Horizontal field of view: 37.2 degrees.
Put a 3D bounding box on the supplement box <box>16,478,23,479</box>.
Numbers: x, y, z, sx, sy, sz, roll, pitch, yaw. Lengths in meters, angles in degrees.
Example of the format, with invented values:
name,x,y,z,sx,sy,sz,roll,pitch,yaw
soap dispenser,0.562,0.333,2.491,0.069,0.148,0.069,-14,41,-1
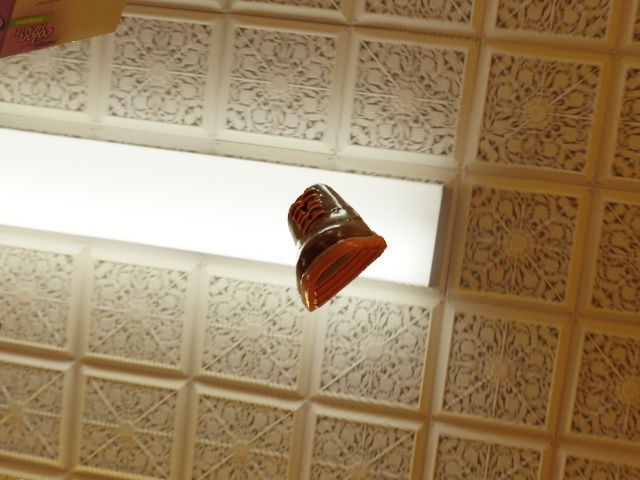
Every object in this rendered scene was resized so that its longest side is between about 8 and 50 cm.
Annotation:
name,x,y,z,sx,sy,sz,roll,pitch,yaw
supplement box,-0.446,0.501,1.442,0.239,0.073,0.130,48,-63,21

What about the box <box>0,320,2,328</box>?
name,x,y,z,sx,sy,sz,roll,pitch,yaw
box,-0.291,-0.041,0.517,0.063,0.067,0.324,-16,-55,13

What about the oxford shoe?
name,x,y,z,sx,sy,sz,roll,pitch,yaw
oxford shoe,0.000,0.000,1.225,0.130,0.363,0.133,-40,-93,3

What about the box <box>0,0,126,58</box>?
name,x,y,z,sx,sy,sz,roll,pitch,yaw
box,-0.339,-0.379,1.221,0.117,0.213,0.243,42,-52,12
